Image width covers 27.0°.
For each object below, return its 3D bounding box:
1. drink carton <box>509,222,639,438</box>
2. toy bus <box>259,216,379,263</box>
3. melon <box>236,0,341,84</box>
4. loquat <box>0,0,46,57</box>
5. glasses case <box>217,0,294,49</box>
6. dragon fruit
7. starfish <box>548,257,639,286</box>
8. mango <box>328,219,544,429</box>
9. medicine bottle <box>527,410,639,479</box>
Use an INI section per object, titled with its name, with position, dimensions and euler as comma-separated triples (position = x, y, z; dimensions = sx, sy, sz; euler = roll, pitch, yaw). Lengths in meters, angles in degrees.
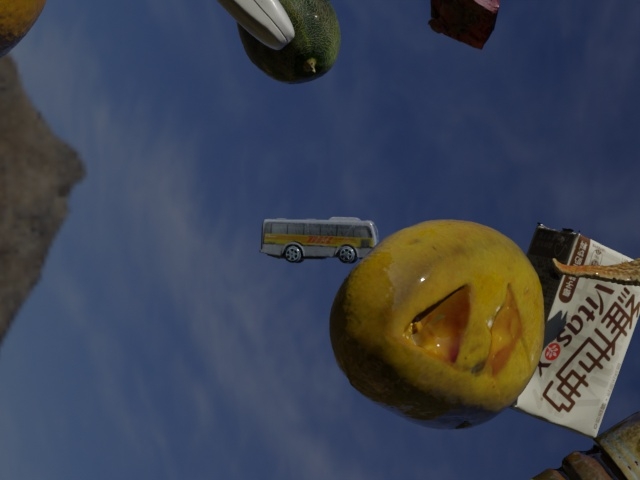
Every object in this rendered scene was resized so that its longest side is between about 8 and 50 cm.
[drink carton]
position = 0.426, 0.155, 2.304
dimensions = 0.132, 0.194, 0.324
euler = 14, -97, 63
[toy bus]
position = 0.000, 0.000, 2.129
dimensions = 0.064, 0.190, 0.075
euler = 16, 74, -81
[melon]
position = -0.036, -0.246, 1.537
dimensions = 0.167, 0.114, 0.114
euler = -117, -150, -41
[loquat]
position = -0.453, -0.321, 1.545
dimensions = 0.275, 0.275, 0.275
euler = 176, -90, -70
[glasses case]
position = -0.098, -0.272, 1.353
dimensions = 0.193, 0.049, 0.074
euler = 49, -2, -2
[dragon fruit]
position = 0.182, -0.315, 1.725
dimensions = 0.147, 0.096, 0.102
euler = -75, 177, -54
[starfish]
position = 0.537, 0.092, 1.900
dimensions = 0.398, 0.384, 0.132
euler = 56, -45, 30
[mango]
position = 0.131, 0.099, 1.564
dimensions = 0.182, 0.365, 0.253
euler = 11, -86, 39
[medicine bottle]
position = 0.196, 0.301, 1.201
dimensions = 0.151, 0.322, 0.151
euler = 58, -1, 2
